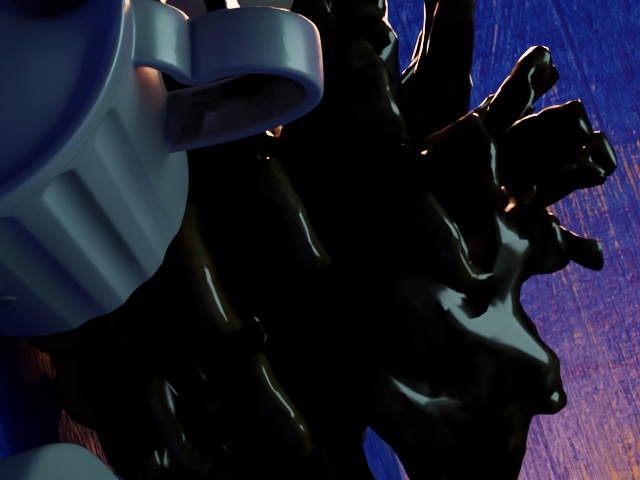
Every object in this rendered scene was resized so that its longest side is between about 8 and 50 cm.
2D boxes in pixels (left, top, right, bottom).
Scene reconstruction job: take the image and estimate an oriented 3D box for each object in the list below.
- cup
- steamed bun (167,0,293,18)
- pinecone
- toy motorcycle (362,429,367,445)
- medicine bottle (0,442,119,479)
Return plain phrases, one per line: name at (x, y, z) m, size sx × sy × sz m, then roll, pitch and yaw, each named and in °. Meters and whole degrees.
cup at (-0.122, -0.043, 0.762) m, size 0.202 × 0.221 × 0.167 m, roll 69°, pitch 45°, yaw -71°
steamed bun at (-0.100, -0.228, 1.602) m, size 0.324 × 0.206 × 0.324 m, roll -21°, pitch 90°, yaw -86°
pinecone at (0.000, 0.000, 1.088) m, size 0.398 × 0.398 × 0.397 m, roll -18°, pitch 90°, yaw -85°
toy motorcycle at (-0.040, 0.142, 1.462) m, size 0.327 × 0.143 × 0.188 m, roll -128°, pitch -157°, yaw -58°
medicine bottle at (-0.109, 0.187, 0.612) m, size 0.296 × 0.111 × 0.161 m, roll -82°, pitch 153°, yaw -77°
